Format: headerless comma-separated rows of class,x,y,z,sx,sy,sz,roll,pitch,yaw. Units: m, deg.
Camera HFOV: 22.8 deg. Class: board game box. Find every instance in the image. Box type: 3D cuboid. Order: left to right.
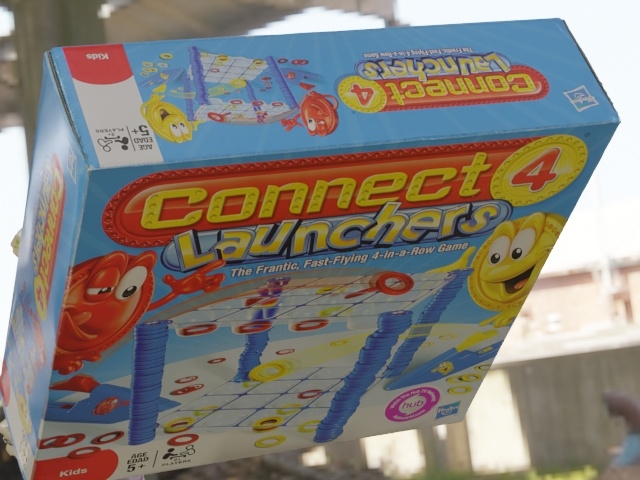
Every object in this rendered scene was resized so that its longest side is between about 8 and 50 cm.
board game box,-0.020,0.013,0.942,0.308,0.086,0.302,-7,-37,-22

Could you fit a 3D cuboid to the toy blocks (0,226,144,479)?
toy blocks,-0.163,0.041,1.431,0.309,0.288,0.260,-43,-2,-33
